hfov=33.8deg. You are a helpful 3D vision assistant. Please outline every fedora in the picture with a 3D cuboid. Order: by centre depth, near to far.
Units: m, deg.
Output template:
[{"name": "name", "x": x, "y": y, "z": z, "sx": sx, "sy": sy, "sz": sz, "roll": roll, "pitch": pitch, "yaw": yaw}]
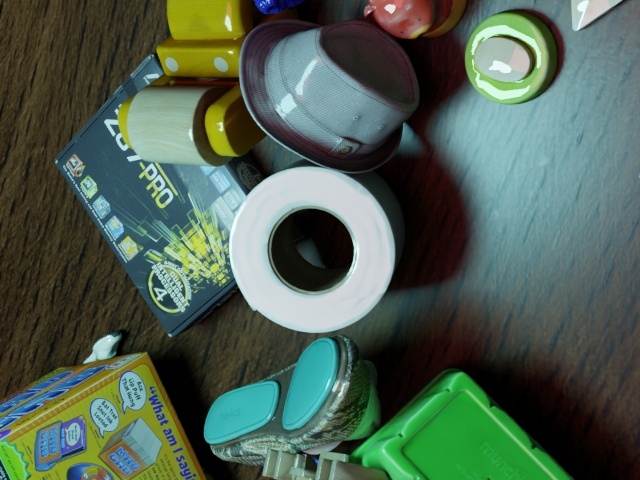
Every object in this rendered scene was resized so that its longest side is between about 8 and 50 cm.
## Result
[{"name": "fedora", "x": 0.035, "y": -0.226, "z": 1.475, "sx": 0.124, "sy": 0.275, "sz": 0.243, "roll": -33, "pitch": 45, "yaw": 45}]

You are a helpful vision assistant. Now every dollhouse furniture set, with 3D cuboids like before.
[{"name": "dollhouse furniture set", "x": 0.018, "y": 0.433, "z": 1.524, "sx": 0.212, "sy": 0.161, "sz": 0.242, "roll": -12, "pitch": 63, "yaw": 60}]

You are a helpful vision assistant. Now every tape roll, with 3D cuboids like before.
[{"name": "tape roll", "x": 0.000, "y": 0.000, "z": 1.578, "sx": 0.246, "sy": 0.169, "sz": 0.246, "roll": 2, "pitch": 101, "yaw": 9}]

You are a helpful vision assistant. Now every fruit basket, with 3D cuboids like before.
[{"name": "fruit basket", "x": 0.227, "y": 0.405, "z": 1.579, "sx": 0.392, "sy": 0.283, "sz": 0.392, "roll": 45, "pitch": 166, "yaw": 14}]

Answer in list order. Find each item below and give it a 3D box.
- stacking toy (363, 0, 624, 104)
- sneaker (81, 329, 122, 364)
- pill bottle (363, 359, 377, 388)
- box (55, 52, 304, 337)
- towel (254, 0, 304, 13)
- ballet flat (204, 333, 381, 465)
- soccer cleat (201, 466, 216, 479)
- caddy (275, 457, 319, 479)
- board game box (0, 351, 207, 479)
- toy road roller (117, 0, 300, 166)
[{"name": "stacking toy", "x": 0.225, "y": -0.336, "z": 1.405, "sx": 0.279, "sy": 0.130, "sz": 0.309, "roll": 52, "pitch": 125, "yaw": 12}, {"name": "sneaker", "x": -0.413, "y": 0.239, "z": 2.048, "sx": 0.075, "sy": 0.057, "sz": 0.161, "roll": 49, "pitch": 128, "yaw": 10}, {"name": "pill bottle", "x": 0.030, "y": 0.226, "z": 1.734, "sx": 0.116, "sy": 0.065, "sz": 0.065, "roll": 0, "pitch": 103, "yaw": 35}, {"name": "box", "x": -0.251, "y": -0.076, "z": 1.824, "sx": 0.318, "sy": 0.097, "sz": 0.395, "roll": -38, "pitch": 82, "yaw": 32}, {"name": "towel", "x": -0.067, "y": -0.491, "z": 1.506, "sx": 0.308, "sy": 0.228, "sz": 0.076, "roll": 58, "pitch": 156, "yaw": 6}, {"name": "ballet flat", "x": -0.015, "y": 0.268, "z": 1.661, "sx": 0.182, "sy": 0.164, "sz": 0.483, "roll": 24, "pitch": 149, "yaw": -20}, {"name": "soccer cleat", "x": -0.212, "y": 0.509, "z": 1.982, "sx": 0.072, "sy": 0.060, "sz": 0.179, "roll": -28, "pitch": 90, "yaw": 38}, {"name": "caddy", "x": 0.004, "y": 0.531, "z": 1.763, "sx": 0.241, "sy": 0.179, "sz": 0.341, "roll": 23, "pitch": 128, "yaw": 49}, {"name": "board game box", "x": -0.459, "y": 0.450, "z": 1.888, "sx": 0.356, "sy": 0.356, "sz": 0.356, "roll": -15, "pitch": 101, "yaw": 49}, {"name": "toy road roller", "x": -0.159, "y": -0.280, "z": 1.566, "sx": 0.202, "sy": 0.329, "sz": 0.240, "roll": 6, "pitch": 128, "yaw": 33}]
